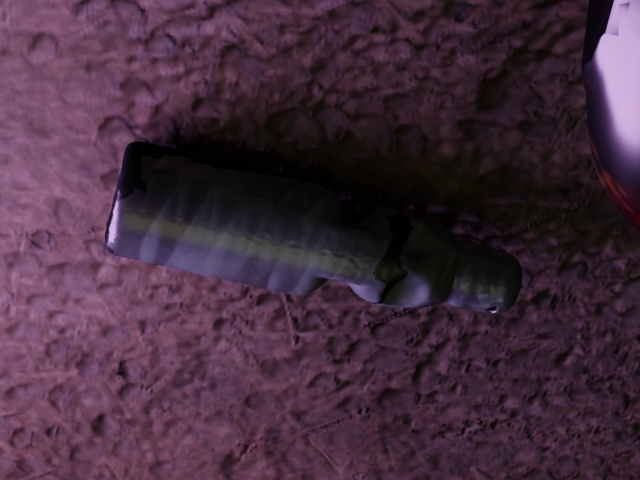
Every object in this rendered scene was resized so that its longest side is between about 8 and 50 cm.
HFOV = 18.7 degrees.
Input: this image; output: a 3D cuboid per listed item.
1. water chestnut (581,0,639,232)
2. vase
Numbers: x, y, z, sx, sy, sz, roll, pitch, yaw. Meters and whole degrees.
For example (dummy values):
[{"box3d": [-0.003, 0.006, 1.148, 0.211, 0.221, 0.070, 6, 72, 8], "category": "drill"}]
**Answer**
[{"box3d": [0.220, -0.113, 0.734, 0.244, 0.289, 0.289, 17, 131, -5], "category": "water chestnut"}, {"box3d": [0.000, 0.000, 0.976, 0.211, 0.060, 0.060, 12, 132, -8], "category": "vase"}]
